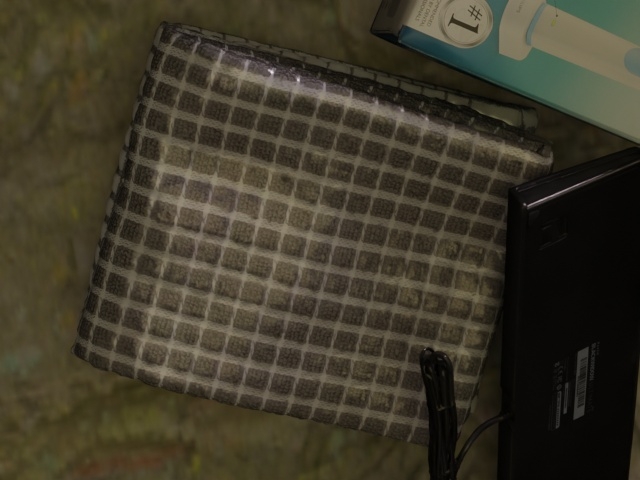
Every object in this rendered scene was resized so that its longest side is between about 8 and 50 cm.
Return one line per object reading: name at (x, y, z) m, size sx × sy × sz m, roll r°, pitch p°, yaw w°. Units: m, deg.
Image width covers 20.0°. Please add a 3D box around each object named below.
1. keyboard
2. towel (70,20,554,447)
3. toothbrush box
keyboard at (0.134, 0.103, 1.197) m, size 0.201 × 0.033 × 0.317 m, roll -22°, pitch 125°, yaw -31°
towel at (0.000, 0.000, 1.195) m, size 0.283 × 0.121 × 0.235 m, roll 14°, pitch 99°, yaw -9°
toothbrush box at (0.213, -0.176, 1.185) m, size 0.295 × 0.126 × 0.216 m, roll 21°, pitch 96°, yaw -9°
